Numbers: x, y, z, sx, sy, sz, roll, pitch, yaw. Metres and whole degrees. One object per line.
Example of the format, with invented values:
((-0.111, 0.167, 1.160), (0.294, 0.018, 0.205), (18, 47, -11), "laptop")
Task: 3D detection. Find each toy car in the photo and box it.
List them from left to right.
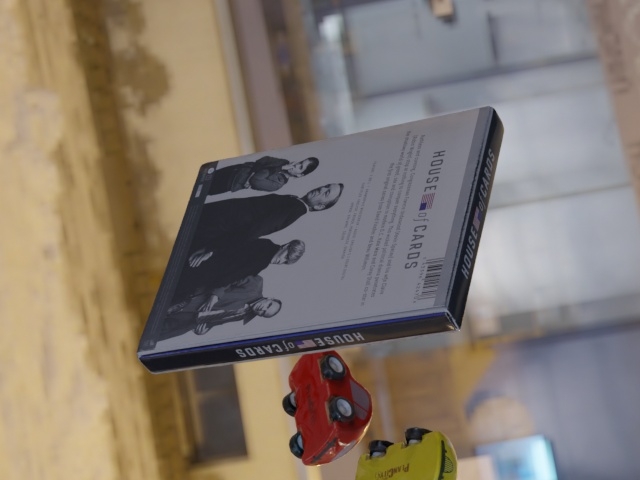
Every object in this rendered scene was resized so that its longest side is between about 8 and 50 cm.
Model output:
((0.012, 0.212, 1.312), (0.239, 0.053, 0.225), (32, -81, 61), "toy car")

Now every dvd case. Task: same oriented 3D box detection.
((0.000, 0.000, 1.201), (0.029, 0.239, 0.179), (54, 39, -39), "dvd case")
